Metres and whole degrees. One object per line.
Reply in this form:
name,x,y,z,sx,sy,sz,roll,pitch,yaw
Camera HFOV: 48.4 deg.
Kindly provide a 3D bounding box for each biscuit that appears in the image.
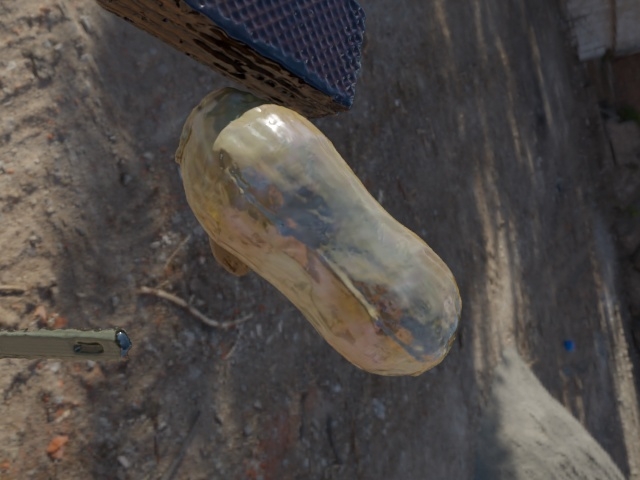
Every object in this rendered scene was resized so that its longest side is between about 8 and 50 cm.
biscuit,-0.066,-0.197,0.592,0.252,0.070,0.106,23,70,-43

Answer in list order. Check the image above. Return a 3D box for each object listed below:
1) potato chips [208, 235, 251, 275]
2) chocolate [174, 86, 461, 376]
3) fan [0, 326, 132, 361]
potato chips,-0.147,-0.038,1.202,0.049,0.201,0.150,-7,46,-43
chocolate,0.000,0.000,0.612,0.309,0.134,0.134,46,34,-9
fan,-0.244,0.037,0.421,0.223,0.294,0.012,57,32,8
